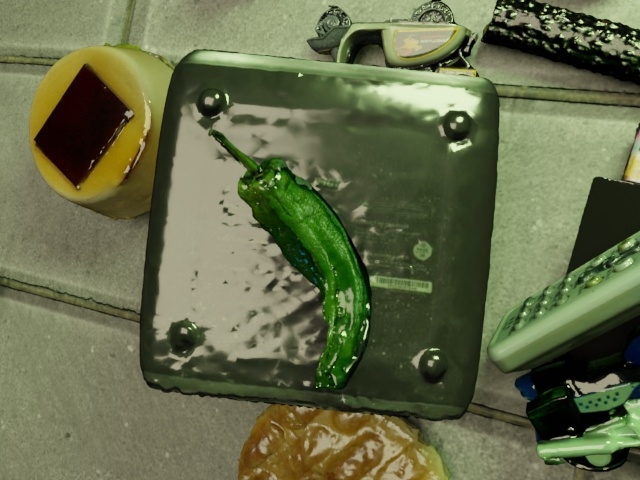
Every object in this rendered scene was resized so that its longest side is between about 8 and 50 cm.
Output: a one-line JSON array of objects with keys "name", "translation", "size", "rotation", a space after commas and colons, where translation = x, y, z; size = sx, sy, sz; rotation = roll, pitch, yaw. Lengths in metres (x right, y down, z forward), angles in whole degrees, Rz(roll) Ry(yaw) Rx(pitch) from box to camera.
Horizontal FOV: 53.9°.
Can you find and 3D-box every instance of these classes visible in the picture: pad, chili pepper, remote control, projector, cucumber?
[{"name": "pad", "translation": [0.377, 0.063, 0.755], "size": [0.160, 0.009, 0.264], "rotation": [16, 114, 23]}, {"name": "chili pepper", "translation": [-0.022, 0.006, 0.623], "size": [0.065, 0.122, 0.278], "rotation": [-20, 105, 32]}, {"name": "remote control", "translation": [0.335, 0.046, 0.689], "size": [0.335, 0.128, 0.065], "rotation": [-40, 85, 34]}, {"name": "projector", "translation": [0.000, 0.000, 0.791], "size": [0.396, 0.242, 0.404], "rotation": [6, 86, 1]}, {"name": "cucumber", "translation": [0.354, -0.251, 0.815], "size": [0.300, 0.072, 0.072], "rotation": [25, 95, 21]}]

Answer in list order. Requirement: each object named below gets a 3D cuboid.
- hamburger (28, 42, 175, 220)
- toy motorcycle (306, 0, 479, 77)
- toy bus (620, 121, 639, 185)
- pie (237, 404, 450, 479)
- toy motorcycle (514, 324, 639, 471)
[{"name": "hamburger", "translation": [-0.334, -0.182, 1.050], "size": [0.302, 0.170, 0.301], "rotation": [0, 89, 23]}, {"name": "toy motorcycle", "translation": [0.099, -0.263, 0.915], "size": [0.263, 0.091, 0.157], "rotation": [7, 92, 21]}, {"name": "toy bus", "translation": [0.501, -0.070, 0.724], "size": [0.274, 0.090, 0.112], "rotation": [16, 87, 23]}, {"name": "pie", "translation": [0.026, 0.369, 0.889], "size": [0.340, 0.083, 0.339], "rotation": [-2, 84, 20]}, {"name": "toy motorcycle", "translation": [0.387, 0.150, 0.705], "size": [0.331, 0.125, 0.196], "rotation": [-26, 93, 26]}]
